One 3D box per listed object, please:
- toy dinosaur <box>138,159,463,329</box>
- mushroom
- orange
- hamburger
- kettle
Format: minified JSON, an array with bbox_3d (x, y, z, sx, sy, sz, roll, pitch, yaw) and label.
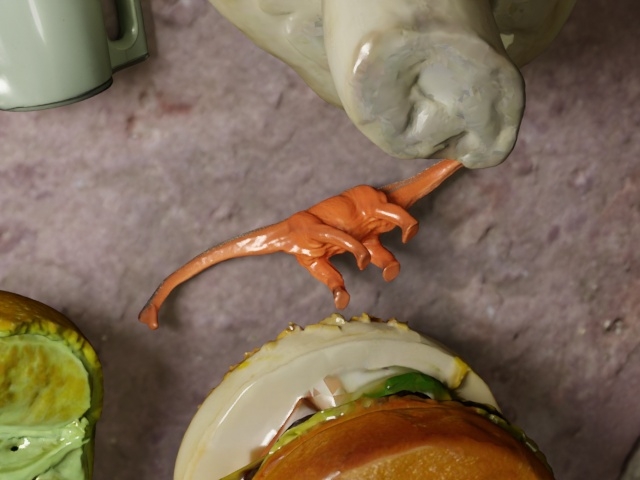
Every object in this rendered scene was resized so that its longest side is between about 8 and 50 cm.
[{"bbox_3d":[0.001,0.005,1.354,0.279,0.101,0.055,-27,135,-17],"label":"toy dinosaur"},{"bbox_3d":[0.055,-0.194,1.168,0.314,0.336,0.314,-5,130,-6],"label":"mushroom"},{"bbox_3d":[-0.242,0.140,1.271,0.179,0.158,0.237,-5,107,-19],"label":"orange"},{"bbox_3d":[0.036,0.200,1.337,0.291,0.225,0.291,-6,114,-14],"label":"hamburger"},{"bbox_3d":[-0.190,-0.172,1.246,0.098,0.127,0.148,-4,112,18],"label":"kettle"}]
